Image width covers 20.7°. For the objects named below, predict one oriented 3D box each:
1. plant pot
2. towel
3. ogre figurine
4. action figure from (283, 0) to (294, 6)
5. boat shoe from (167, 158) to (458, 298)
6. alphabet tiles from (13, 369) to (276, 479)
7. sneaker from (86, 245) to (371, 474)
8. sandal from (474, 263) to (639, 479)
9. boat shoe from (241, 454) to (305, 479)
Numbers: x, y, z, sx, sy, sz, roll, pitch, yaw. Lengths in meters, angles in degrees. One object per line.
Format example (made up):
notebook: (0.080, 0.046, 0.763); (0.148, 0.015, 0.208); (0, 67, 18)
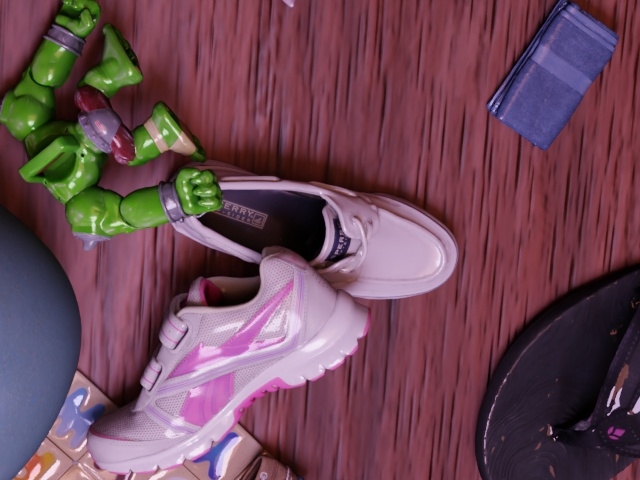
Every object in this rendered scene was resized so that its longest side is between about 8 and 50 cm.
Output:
plant pot: (-0.289, 0.072, 1.272); (0.195, 0.290, 0.290); (-11, 109, -52)
towel: (0.197, -0.140, 1.480); (0.067, 0.029, 0.119); (33, 90, -20)
ogre figurine: (-0.172, -0.083, 1.338); (0.118, 0.097, 0.197); (-35, 101, 6)
action figure: (0.049, -0.297, 1.286); (0.370, 0.248, 0.276); (11, 97, -22)
boat shoe: (0.000, 0.000, 1.420); (0.258, 0.084, 0.095); (9, 99, -19)
alphabet tiles: (-0.185, 0.279, 1.463); (0.342, 0.011, 0.285); (-45, 111, -3)
sneaker: (-0.089, 0.088, 1.382); (0.252, 0.103, 0.111); (-34, 103, 8)
sandal: (0.330, 0.087, 1.528); (0.446, 0.107, 0.167); (-31, 109, -8)
boat shoe: (-0.087, 0.256, 1.454); (0.066, 0.066, 0.183); (45, 77, -16)
